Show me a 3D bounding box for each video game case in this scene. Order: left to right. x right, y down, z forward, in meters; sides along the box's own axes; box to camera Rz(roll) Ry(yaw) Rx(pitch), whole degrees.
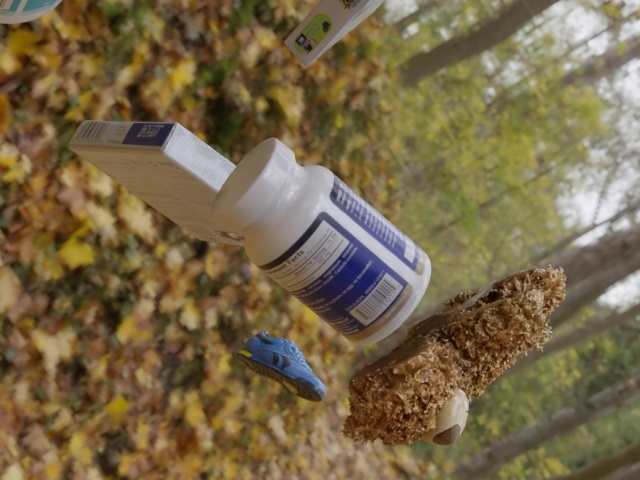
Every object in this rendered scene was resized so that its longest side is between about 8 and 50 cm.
[{"bbox_3d":[0.084,-0.428,2.009,0.061,0.244,0.269,46,41,-3],"label":"video game case"}]

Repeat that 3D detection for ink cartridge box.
[{"bbox_3d":[-0.226,-0.095,2.096,0.330,0.071,0.324,36,-18,-36],"label":"ink cartridge box"}]

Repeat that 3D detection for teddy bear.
[{"bbox_3d":[0.161,0.131,1.346,0.113,0.245,0.338,62,23,-2],"label":"teddy bear"}]

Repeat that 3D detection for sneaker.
[{"bbox_3d":[-0.054,0.206,2.075,0.209,0.082,0.069,23,-28,46],"label":"sneaker"}]

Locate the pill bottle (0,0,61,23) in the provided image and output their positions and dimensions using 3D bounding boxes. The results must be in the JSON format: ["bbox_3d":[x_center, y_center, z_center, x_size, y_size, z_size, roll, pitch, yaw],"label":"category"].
[{"bbox_3d":[-0.263,-0.306,1.085,0.146,0.146,0.264,59,-28,-2],"label":"pill bottle"}]

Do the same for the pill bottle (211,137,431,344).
[{"bbox_3d":[0.000,0.000,1.536,0.264,0.153,0.153,40,12,-19],"label":"pill bottle"}]
